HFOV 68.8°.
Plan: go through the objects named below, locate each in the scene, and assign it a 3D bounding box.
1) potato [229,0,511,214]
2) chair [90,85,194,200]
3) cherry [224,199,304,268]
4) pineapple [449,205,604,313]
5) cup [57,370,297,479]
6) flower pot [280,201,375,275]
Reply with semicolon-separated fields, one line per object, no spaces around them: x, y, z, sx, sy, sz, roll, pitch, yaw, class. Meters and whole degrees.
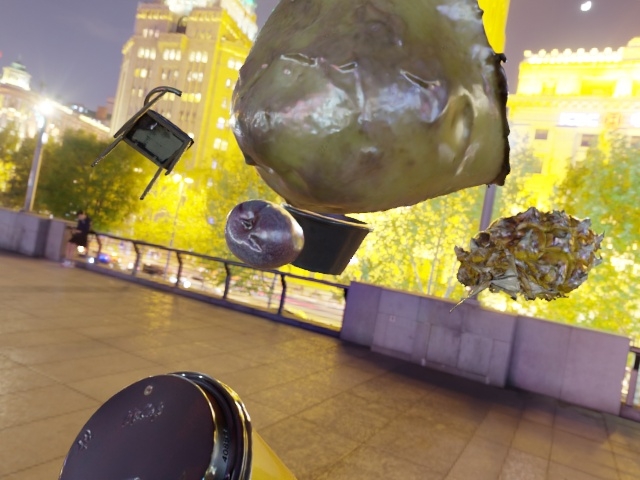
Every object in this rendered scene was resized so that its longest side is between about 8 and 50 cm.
0.023;-0.152;0.488;0.238;0.300;0.288;-23;15;-1;potato
-0.452;-0.275;1.273;0.166;0.272;0.188;38;-43;-25;chair
-0.118;-0.009;0.987;0.176;0.139;0.176;26;-7;3;cherry
0.417;0.028;0.940;0.335;0.161;0.158;-7;37;13;pineapple
-0.121;0.272;0.501;0.197;0.196;0.279;9;-34;33;cup
0.000;0.000;1.295;0.269;0.166;0.269;16;7;-2;flower pot
